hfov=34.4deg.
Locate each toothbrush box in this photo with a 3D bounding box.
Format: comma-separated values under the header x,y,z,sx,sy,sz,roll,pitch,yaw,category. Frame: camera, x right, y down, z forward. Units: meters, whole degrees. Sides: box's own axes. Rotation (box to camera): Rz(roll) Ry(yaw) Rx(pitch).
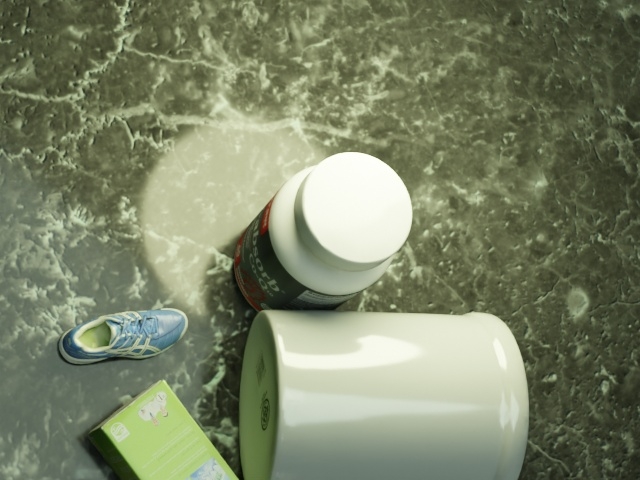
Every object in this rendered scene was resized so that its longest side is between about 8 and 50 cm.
x,y,z,sx,sy,sz,roll,pitch,yaw,category
-0.219,0.368,1.586,0.122,0.206,0.283,-39,92,-22,toothbrush box

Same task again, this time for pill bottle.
x,y,z,sx,sy,sz,roll,pitch,yaw,category
0.000,0.000,1.655,0.210,0.363,0.210,5,72,-17,pill bottle

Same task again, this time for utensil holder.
x,y,z,sx,sy,sz,roll,pitch,yaw,category
0.086,0.271,1.650,0.385,0.327,0.327,3,76,-16,utensil holder

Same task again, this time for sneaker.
x,y,z,sx,sy,sz,roll,pitch,yaw,category
-0.313,0.155,1.672,0.211,0.081,0.080,-13,80,-22,sneaker
